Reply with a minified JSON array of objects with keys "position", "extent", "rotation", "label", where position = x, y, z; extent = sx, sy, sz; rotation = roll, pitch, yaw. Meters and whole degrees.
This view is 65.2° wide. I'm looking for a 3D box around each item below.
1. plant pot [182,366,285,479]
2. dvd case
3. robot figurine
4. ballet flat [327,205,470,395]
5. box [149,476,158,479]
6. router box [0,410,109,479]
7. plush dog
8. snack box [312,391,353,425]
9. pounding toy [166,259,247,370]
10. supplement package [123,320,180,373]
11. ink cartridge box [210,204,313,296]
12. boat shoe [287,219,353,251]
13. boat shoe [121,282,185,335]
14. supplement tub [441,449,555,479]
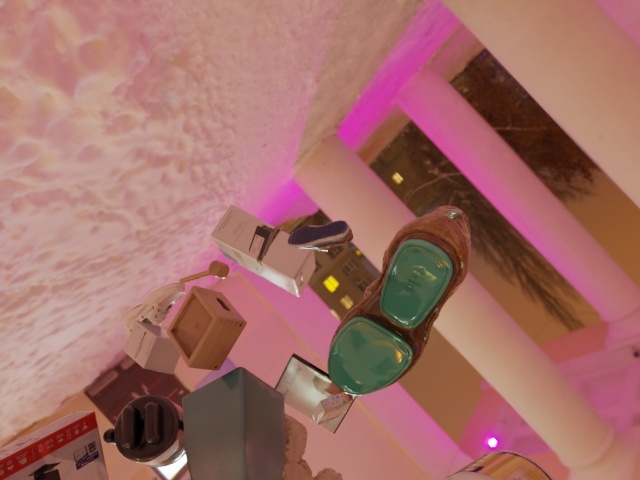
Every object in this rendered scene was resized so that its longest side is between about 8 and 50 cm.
[{"position":[-0.173,0.426,1.033],"extent":[0.165,0.166,0.234],"rotation":[-30,-139,14],"label":"plant pot"},{"position":[-0.022,0.511,1.670],"extent":[0.181,0.252,0.022],"rotation":[-64,171,20],"label":"dvd case"},{"position":[-0.445,0.512,1.349],"extent":[0.174,0.209,0.278],"rotation":[-58,164,-24],"label":"robot figurine"},{"position":[0.105,0.082,0.661],"extent":[0.124,0.116,0.343],"rotation":[-45,160,-43],"label":"ballet flat"},{"position":[-0.310,0.653,0.884],"extent":[0.215,0.345,0.168],"rotation":[-44,167,16],"label":"box"},{"position":[-0.671,0.622,1.201],"extent":[0.082,0.302,0.335],"rotation":[-10,-177,24],"label":"router box"},{"position":[-0.105,0.580,1.182],"extent":[0.225,0.263,0.210],"rotation":[-38,180,40],"label":"plush dog"},{"position":[0.037,0.514,1.535],"extent":[0.100,0.037,0.141],"rotation":[-16,148,-23],"label":"snack box"},{"position":[-0.241,0.145,1.102],"extent":[0.094,0.181,0.206],"rotation":[24,100,-46],"label":"pounding toy"},{"position":[-0.526,0.334,1.577],"extent":[0.179,0.105,0.105],"rotation":[12,-101,48],"label":"supplement package"},{"position":[-0.226,0.050,2.094],"extent":[0.166,0.394,0.285],"rotation":[-59,169,-16],"label":"ink cartridge box"},{"position":[0.000,0.000,1.313],"extent":[0.183,0.066,0.066],"rotation":[-8,-128,29],"label":"boat shoe"},{"position":[-0.564,0.246,1.728],"extent":[0.277,0.096,0.098],"rotation":[-36,153,17],"label":"boat shoe"},{"position":[0.358,0.592,1.039],"extent":[0.241,0.241,0.331],"rotation":[-43,149,25],"label":"supplement tub"}]
